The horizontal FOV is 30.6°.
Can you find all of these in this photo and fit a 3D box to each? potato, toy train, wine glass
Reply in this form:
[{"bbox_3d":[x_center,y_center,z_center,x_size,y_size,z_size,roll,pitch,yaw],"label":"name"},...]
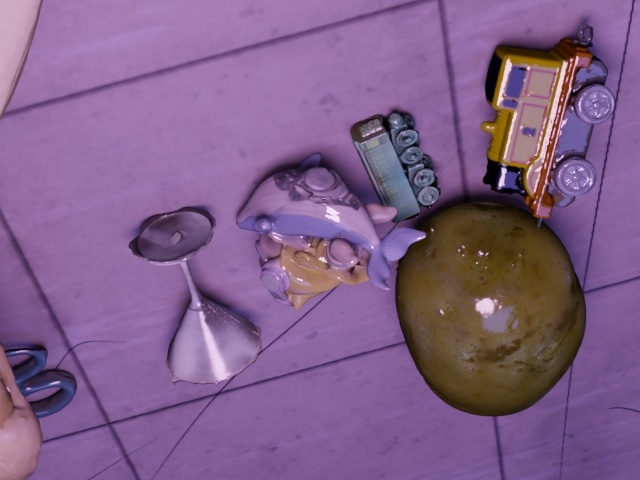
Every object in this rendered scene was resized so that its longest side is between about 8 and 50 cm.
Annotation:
[{"bbox_3d":[0.196,0.086,1.353,0.216,0.216,0.304,-13,131,-3],"label":"potato"},{"bbox_3d":[0.086,-0.080,1.282,0.071,0.038,0.148,-21,134,8],"label":"toy train"},{"bbox_3d":[-0.140,0.061,1.302,0.122,0.122,0.183,-16,130,-1],"label":"wine glass"},{"bbox_3d":[0.229,-0.121,1.218,0.127,0.089,0.219,10,109,-3],"label":"toy train"}]

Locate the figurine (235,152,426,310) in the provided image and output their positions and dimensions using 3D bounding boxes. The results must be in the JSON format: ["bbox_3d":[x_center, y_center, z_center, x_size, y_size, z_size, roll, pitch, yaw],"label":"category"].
[{"bbox_3d":[0.000,0.000,1.257,0.208,0.128,0.184,20,138,22],"label":"figurine"}]

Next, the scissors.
[{"bbox_3d":[-0.440,0.208,1.403,0.289,0.041,0.138,-23,141,5],"label":"scissors"}]

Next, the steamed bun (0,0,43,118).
[{"bbox_3d":[-0.421,-0.157,0.900,0.371,0.290,0.456,20,125,-32],"label":"steamed bun"}]

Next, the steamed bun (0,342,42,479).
[{"bbox_3d":[-0.454,0.163,1.144,0.230,0.372,0.324,-10,121,-43],"label":"steamed bun"}]
